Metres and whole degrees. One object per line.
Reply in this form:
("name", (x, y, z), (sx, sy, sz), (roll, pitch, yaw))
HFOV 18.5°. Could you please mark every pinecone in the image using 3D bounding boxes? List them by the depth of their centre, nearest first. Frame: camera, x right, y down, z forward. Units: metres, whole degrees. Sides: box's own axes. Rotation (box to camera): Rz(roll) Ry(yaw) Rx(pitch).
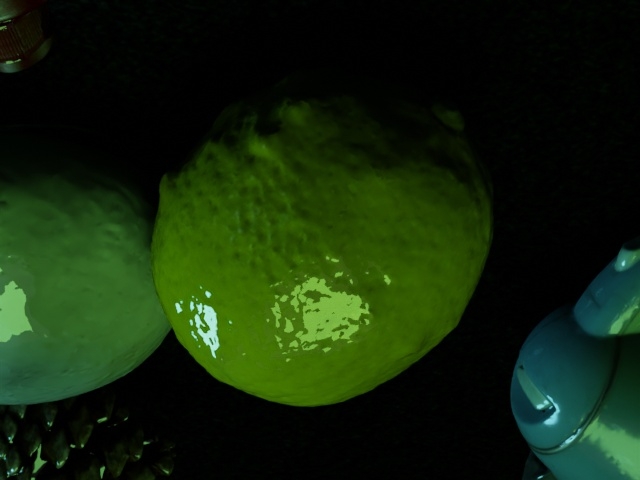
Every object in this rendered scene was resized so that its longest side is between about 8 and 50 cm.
("pinecone", (-0.246, 0.201, 1.831), (0.184, 0.179, 0.204), (1, 175, 41))

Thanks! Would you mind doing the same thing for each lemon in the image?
("lemon", (0.000, 0.000, 1.432), (0.233, 0.233, 0.288), (26, 124, -38))

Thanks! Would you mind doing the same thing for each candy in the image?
("candy", (-0.238, 0.034, 1.532), (0.295, 0.185, 0.295), (-6, 148, -4))

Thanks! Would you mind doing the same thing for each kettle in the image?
("kettle", (0.341, 0.124, 1.705), (0.342, 0.247, 0.319), (21, 111, -21))

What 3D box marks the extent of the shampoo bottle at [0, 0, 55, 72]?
("shampoo bottle", (-0.229, -0.204, 1.244), (0.102, 0.064, 0.260), (-6, 150, 5))
